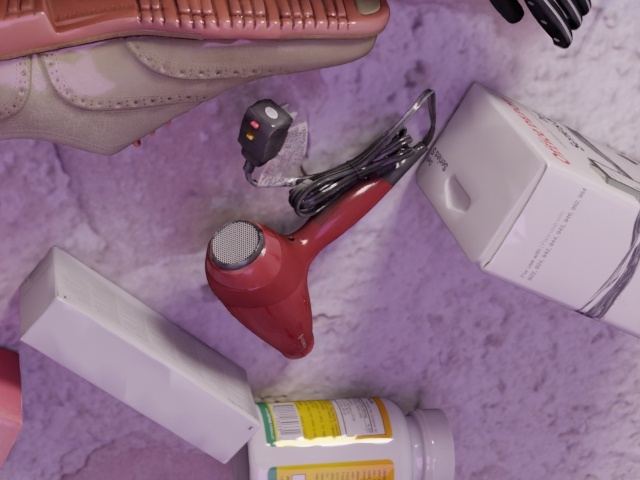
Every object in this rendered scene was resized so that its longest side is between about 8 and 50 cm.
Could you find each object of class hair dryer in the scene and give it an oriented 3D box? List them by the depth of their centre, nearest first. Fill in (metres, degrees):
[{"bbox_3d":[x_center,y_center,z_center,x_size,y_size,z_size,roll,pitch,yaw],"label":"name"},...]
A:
[{"bbox_3d":[0.000,0.000,1.223,0.223,0.080,0.293,-5,131,-34],"label":"hair dryer"}]

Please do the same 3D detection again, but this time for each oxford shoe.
[{"bbox_3d":[-0.141,-0.153,1.108,0.397,0.140,0.146,-3,127,-4],"label":"oxford shoe"}]

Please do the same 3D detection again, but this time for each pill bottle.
[{"bbox_3d":[0.022,0.216,1.337,0.208,0.117,0.118,-2,117,-13],"label":"pill bottle"}]

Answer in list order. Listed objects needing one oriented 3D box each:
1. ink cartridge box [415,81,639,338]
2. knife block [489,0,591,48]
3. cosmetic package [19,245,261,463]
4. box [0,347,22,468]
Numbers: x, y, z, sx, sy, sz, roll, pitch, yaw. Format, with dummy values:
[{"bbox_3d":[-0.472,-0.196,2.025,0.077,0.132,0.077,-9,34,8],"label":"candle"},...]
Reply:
[{"bbox_3d":[0.248,-0.015,1.228,0.273,0.198,0.115,23,109,-24],"label":"ink cartridge box"},{"bbox_3d":[0.136,-0.253,1.072,0.275,0.088,0.242,-25,125,-39],"label":"knife block"},{"bbox_3d":[-0.168,0.109,1.244,0.239,0.099,0.060,37,103,-26],"label":"cosmetic package"},{"bbox_3d":[-0.400,0.154,1.192,0.232,0.127,0.149,21,110,-23],"label":"box"}]
